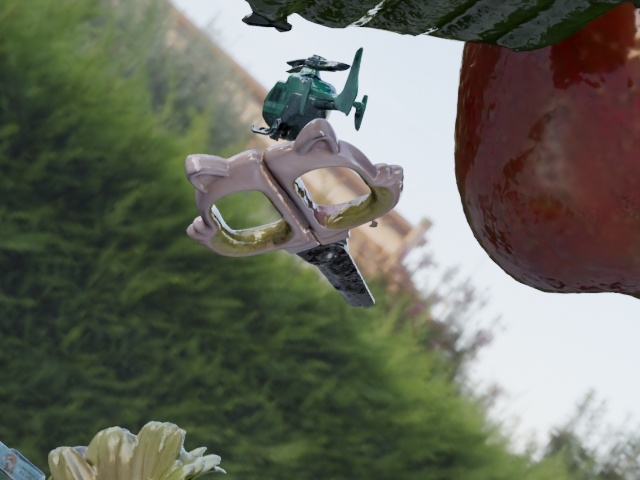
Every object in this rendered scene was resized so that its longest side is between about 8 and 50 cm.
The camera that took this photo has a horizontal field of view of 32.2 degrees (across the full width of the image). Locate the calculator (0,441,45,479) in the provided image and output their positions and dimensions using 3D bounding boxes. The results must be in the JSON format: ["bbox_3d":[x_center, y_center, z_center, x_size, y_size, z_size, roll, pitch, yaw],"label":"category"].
[{"bbox_3d":[-0.407,0.251,1.329,0.172,0.057,0.018,44,-36,-10],"label":"calculator"}]

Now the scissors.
[{"bbox_3d":[0.000,0.000,0.834,0.317,0.160,0.024,54,22,-63],"label":"scissors"}]

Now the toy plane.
[{"bbox_3d":[-0.008,-0.131,1.044,0.060,0.096,0.235,21,1,-20],"label":"toy plane"}]

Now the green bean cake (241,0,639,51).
[{"bbox_3d":[0.069,-0.247,0.647,0.250,0.247,0.156,4,-8,-19],"label":"green bean cake"}]

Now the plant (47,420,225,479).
[{"bbox_3d":[-0.224,0.334,1.263,0.306,0.261,0.297,-22,-45,39],"label":"plant"}]

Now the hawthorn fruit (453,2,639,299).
[{"bbox_3d":[0.230,-0.135,0.850,0.285,0.285,0.369,25,-47,58],"label":"hawthorn fruit"}]
